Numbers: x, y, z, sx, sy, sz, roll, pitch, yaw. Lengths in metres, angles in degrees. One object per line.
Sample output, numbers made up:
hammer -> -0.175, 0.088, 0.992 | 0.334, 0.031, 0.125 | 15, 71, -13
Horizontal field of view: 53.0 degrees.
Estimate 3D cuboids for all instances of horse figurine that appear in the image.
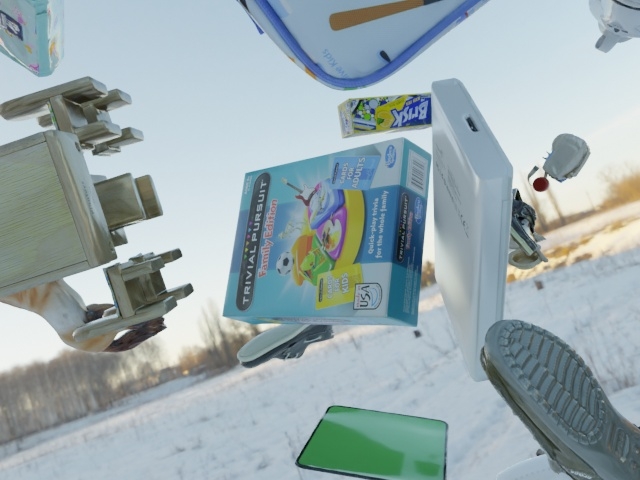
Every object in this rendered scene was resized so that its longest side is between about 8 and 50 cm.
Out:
horse figurine -> -0.335, 0.082, 0.898 | 0.174, 0.263, 0.066 | -39, 29, 5

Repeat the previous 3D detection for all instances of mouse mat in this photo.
mouse mat -> 0.065, 0.224, 0.713 | 0.152, 0.007, 0.189 | 5, 5, 12

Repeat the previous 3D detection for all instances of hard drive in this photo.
hard drive -> 0.173, -0.007, 0.765 | 0.040, 0.203, 0.308 | -10, -49, 1

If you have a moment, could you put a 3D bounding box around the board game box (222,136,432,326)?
board game box -> 0.000, 0.000, 0.987 | 0.336, 0.254, 0.079 | -6, -20, 42

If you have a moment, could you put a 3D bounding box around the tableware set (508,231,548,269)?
tableware set -> 0.279, 0.019, 1.024 | 0.168, 0.020, 0.141 | -11, 27, 7

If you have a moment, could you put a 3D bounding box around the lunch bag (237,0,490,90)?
lunch bag -> 0.000, -0.252, 0.358 | 0.243, 0.303, 0.115 | -35, 18, 13

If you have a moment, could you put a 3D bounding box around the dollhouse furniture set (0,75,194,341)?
dollhouse furniture set -> -0.238, -0.015, 0.551 | 0.160, 0.212, 0.242 | -17, 4, 2

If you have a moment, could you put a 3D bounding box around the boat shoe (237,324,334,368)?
boat shoe -> -0.061, 0.204, 1.271 | 0.233, 0.079, 0.084 | -22, 14, -42

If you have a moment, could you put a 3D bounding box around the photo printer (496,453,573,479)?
photo printer -> 0.398, 0.469, 0.940 | 0.255, 0.308, 0.107 | -16, -26, 26

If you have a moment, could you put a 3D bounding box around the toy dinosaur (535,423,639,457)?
toy dinosaur -> 0.544, 0.452, 1.224 | 0.127, 0.295, 0.200 | 93, -162, -47

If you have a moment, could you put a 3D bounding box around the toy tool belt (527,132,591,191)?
toy tool belt -> 0.304, -0.095, 0.813 | 0.083, 0.052, 0.051 | -56, -22, 18

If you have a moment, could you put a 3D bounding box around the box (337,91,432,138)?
box -> 0.117, -0.212, 1.085 | 0.168, 0.059, 0.054 | -10, 2, -21

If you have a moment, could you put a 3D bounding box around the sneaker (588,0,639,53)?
sneaker -> 0.472, -0.427, 0.855 | 0.366, 0.137, 0.210 | -58, -14, -5

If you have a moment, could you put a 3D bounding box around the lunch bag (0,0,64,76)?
lunch bag -> -0.628, -0.512, 1.370 | 0.160, 0.262, 0.223 | -10, -27, -27

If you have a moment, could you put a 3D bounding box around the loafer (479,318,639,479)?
loafer -> 0.237, 0.185, 0.619 | 0.094, 0.251, 0.087 | -42, -1, -41

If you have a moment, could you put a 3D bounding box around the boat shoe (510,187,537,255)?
boat shoe -> 0.293, -0.036, 0.950 | 0.049, 0.056, 0.152 | -35, 30, 18
